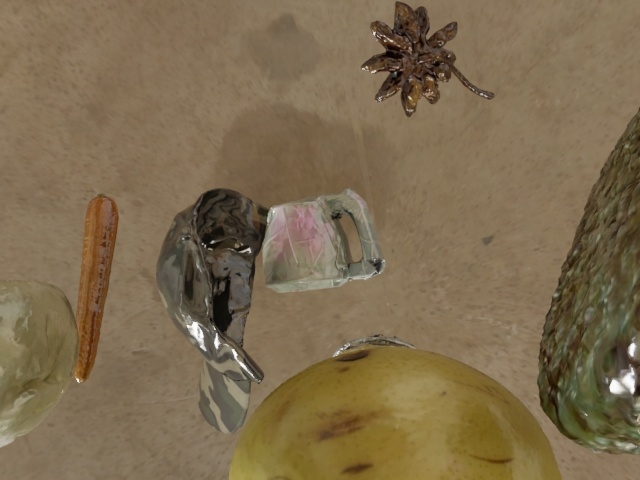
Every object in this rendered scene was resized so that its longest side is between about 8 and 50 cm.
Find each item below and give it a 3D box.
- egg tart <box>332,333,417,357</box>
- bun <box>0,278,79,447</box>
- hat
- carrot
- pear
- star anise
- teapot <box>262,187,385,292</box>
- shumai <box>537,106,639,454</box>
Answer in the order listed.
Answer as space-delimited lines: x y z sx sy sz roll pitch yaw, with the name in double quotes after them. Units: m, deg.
0.135 0.264 1.897 0.234 0.234 0.094 11 47 5 "egg tart"
-0.276 0.102 0.717 0.178 0.193 0.127 -14 85 -8 "bun"
-0.198 0.134 1.582 0.257 0.366 0.381 24 128 -21 "hat"
-0.290 0.058 1.194 0.043 0.043 0.247 3 74 4 "carrot"
0.079 0.277 0.981 0.348 0.348 0.348 0 86 4 "pear"
0.171 -0.287 1.455 0.234 0.073 0.177 -16 107 -30 "star anise"
-0.012 0.001 1.721 0.163 0.222 0.178 -4 86 -41 "teapot"
0.386 0.040 0.772 0.348 0.395 0.395 23 88 1 "shumai"
